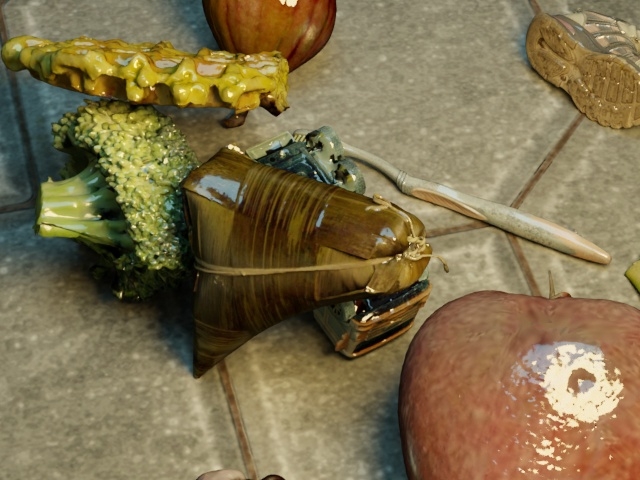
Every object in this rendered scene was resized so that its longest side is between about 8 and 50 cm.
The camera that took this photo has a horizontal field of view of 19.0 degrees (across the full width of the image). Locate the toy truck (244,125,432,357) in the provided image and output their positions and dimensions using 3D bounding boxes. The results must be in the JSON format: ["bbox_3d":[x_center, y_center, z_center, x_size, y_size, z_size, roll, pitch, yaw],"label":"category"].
[{"bbox_3d":[0.000,0.000,1.908,0.108,0.140,0.256,-27,65,-22],"label":"toy truck"}]

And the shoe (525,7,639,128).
[{"bbox_3d":[0.317,-0.197,2.122,0.180,0.089,0.092,38,46,27],"label":"shoe"}]

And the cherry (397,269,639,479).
[{"bbox_3d":[0.195,0.169,1.693,0.261,0.221,0.307,5,60,15],"label":"cherry"}]

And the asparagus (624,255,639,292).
[{"bbox_3d":[0.366,0.072,1.898,0.045,0.041,0.178,-21,50,-29],"label":"asparagus"}]

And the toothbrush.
[{"bbox_3d":[0.133,-0.047,2.014,0.375,0.028,0.037,21,56,18],"label":"toothbrush"}]

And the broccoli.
[{"bbox_3d":[-0.195,-0.036,1.889,0.176,0.198,0.226,4,38,6],"label":"broccoli"}]

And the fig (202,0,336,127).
[{"bbox_3d":[-0.052,-0.244,2.133,0.149,0.202,0.148,-12,10,5],"label":"fig"}]

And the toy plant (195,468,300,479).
[{"bbox_3d":[-0.020,0.289,1.607,0.235,0.175,0.218,18,15,14],"label":"toy plant"}]

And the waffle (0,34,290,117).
[{"bbox_3d":[-0.150,-0.168,1.926,0.307,0.060,0.312,13,12,33],"label":"waffle"}]

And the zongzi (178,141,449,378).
[{"bbox_3d":[-0.010,0.054,1.770,0.248,0.241,0.111,16,32,23],"label":"zongzi"}]
